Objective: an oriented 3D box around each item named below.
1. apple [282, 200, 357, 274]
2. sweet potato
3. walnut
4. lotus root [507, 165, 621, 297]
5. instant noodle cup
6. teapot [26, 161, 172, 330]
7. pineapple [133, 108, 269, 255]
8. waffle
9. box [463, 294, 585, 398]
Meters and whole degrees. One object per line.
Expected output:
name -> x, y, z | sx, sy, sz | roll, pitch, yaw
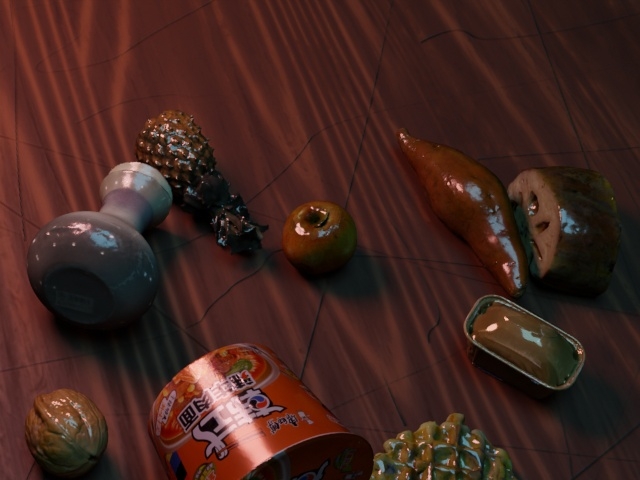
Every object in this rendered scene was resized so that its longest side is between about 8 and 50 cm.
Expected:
apple -> 0.000, 0.000, 1.945 | 0.099, 0.102, 0.114 | 34, 58, 30
sweet potato -> 0.233, -0.063, 2.047 | 0.112, 0.112, 0.359 | -23, 57, -28
walnut -> -0.325, 0.243, 1.667 | 0.105, 0.105, 0.124 | -28, 58, -31
lotus root -> 0.383, -0.032, 2.052 | 0.119, 0.138, 0.235 | 7, 44, -21
instant noodle cup -> -0.088, 0.263, 1.628 | 0.250, 0.250, 0.192 | -20, 50, -27
teapot -> -0.293, 0.001, 1.836 | 0.183, 0.184, 0.251 | 19, 38, 2
pineapple -> -0.173, -0.081, 1.968 | 0.125, 0.125, 0.251 | -30, 69, -31
waffle -> 0.167, 0.332, 1.742 | 0.223, 0.054, 0.204 | -25, 61, -29
box -> 0.289, 0.154, 1.884 | 0.177, 0.111, 0.111 | 29, 51, 11
